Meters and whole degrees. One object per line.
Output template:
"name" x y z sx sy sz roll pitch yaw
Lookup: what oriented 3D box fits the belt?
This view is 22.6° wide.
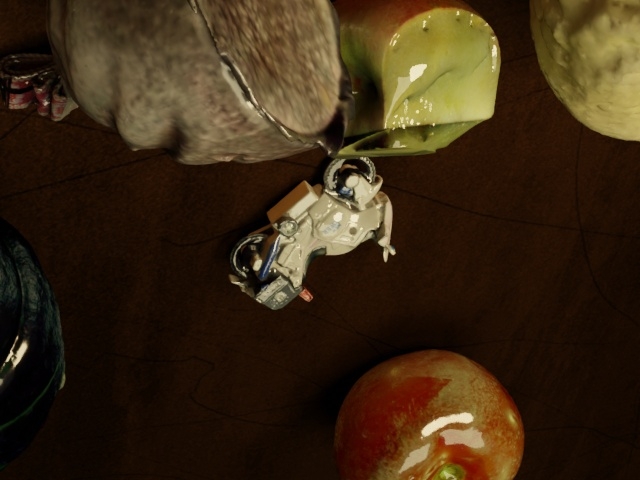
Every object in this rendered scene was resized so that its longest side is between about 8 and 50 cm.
"belt" -0.194 -0.170 1.552 0.232 0.071 0.053 -17 154 -17

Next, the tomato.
"tomato" 0.144 0.274 2.260 0.270 0.222 0.270 -10 124 -15

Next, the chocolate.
"chocolate" -0.130 -0.185 1.412 0.213 0.303 0.303 -21 152 25

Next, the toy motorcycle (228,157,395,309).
"toy motorcycle" 0.000 0.000 1.907 0.221 0.102 0.150 -40 125 10

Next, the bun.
"bun" 0.361 -0.286 1.663 0.349 0.227 0.352 -22 148 -55

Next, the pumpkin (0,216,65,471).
"pumpkin" -0.434 0.111 1.573 0.363 0.266 0.363 -17 147 -12

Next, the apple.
"apple" 0.078 -0.175 1.662 0.188 0.174 0.207 -25 150 -45
